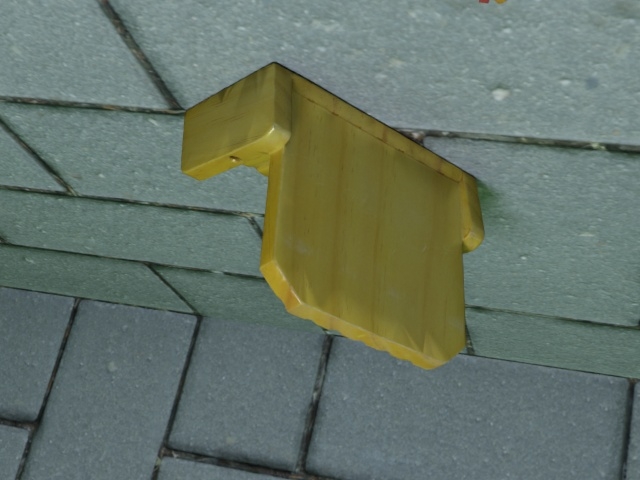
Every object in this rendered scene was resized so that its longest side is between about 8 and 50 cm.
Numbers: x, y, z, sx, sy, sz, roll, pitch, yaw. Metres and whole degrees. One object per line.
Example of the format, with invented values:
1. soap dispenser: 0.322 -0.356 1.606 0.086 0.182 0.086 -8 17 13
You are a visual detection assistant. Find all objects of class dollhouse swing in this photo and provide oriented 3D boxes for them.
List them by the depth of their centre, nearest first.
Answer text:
1. dollhouse swing: 0.000 0.000 1.255 0.347 0.305 0.315 25 156 -31

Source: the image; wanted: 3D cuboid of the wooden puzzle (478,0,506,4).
1. wooden puzzle: 0.166 -0.250 0.923 0.049 0.006 0.083 3 157 25
